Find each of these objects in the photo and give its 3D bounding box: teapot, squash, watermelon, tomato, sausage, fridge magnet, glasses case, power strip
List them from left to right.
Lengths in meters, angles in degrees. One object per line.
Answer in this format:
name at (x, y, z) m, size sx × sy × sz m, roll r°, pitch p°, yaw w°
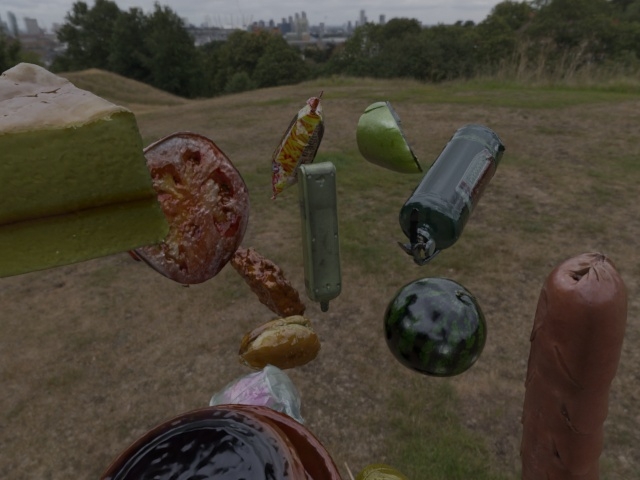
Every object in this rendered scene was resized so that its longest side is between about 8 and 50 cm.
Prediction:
tomato at (-0.322, -0.074, 0.972) m, size 0.144 × 0.338 × 0.338 m, roll 8°, pitch 26°, yaw 38°
fridge magnet at (-0.143, 0.357, 0.531) m, size 0.364 × 0.155 × 0.363 m, roll -5°, pitch 35°, yaw 3°
teapot at (-0.134, 0.373, 0.928) m, size 0.178 × 0.163 × 0.221 m, roll -40°, pitch 14°, yaw 8°
power strip at (0.000, 0.000, 1.081) m, size 0.092 × 0.387 × 0.066 m, roll -9°, pitch 17°, yaw -19°
squash at (0.281, -0.353, 1.520) m, size 0.210 × 0.233 × 0.309 m, roll -41°, pitch 30°, yaw -12°
glasses case at (0.279, 0.889, 1.406) m, size 0.173 × 0.371 × 0.141 m, roll -42°, pitch 9°, yaw -16°
watermelon at (0.292, 0.218, 1.121) m, size 0.269 × 0.269 × 0.269 m, roll -1°, pitch 26°, yaw 0°
sausage at (0.273, 0.204, 0.486) m, size 0.088 × 0.433 × 0.088 m, roll -8°, pitch 25°, yaw 4°

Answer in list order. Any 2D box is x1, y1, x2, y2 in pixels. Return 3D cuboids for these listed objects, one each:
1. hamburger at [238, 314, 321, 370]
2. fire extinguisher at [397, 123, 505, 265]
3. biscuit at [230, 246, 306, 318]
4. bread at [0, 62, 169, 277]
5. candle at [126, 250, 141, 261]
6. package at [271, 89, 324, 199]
hamburger at (-0.119, 0.322, 1.366) m, size 0.283 × 0.156 × 0.144 m, roll -2°, pitch 44°, yaw -35°
fire extinguisher at (0.181, -0.058, 0.623) m, size 0.093 × 0.118 × 0.294 m, roll 13°, pitch 47°, yaw 32°
biscuit at (-0.194, 0.175, 1.651) m, size 0.110 × 0.318 × 0.312 m, roll -44°, pitch 49°, yaw -18°
bread at (-0.427, -0.031, 0.545) m, size 0.245 × 0.233 × 0.362 m, roll 30°, pitch 53°, yaw 24°
candle at (-0.530, -0.035, 1.030) m, size 0.329 × 0.048 × 0.051 m, roll 31°, pitch 40°, yaw 4°
package at (-0.056, -0.265, 1.191) m, size 0.108 × 0.288 × 0.223 m, roll 27°, pitch 27°, yaw -14°
